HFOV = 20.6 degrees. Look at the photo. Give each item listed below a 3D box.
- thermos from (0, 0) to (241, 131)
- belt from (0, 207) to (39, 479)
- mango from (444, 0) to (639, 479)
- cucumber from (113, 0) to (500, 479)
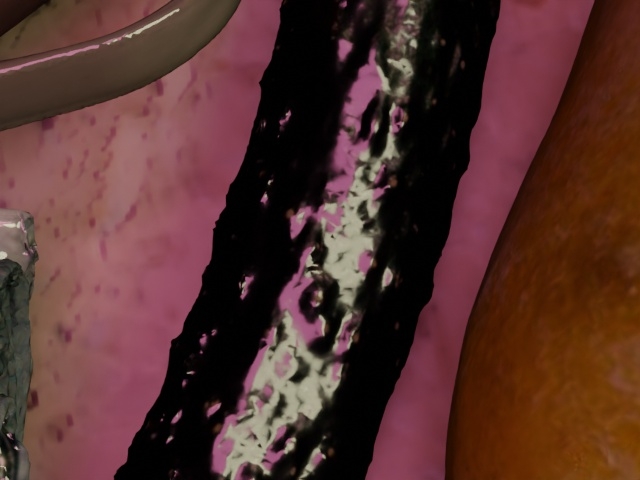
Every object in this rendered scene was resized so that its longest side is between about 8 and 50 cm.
[{"bbox_3d":[-0.136,-0.095,0.515,0.265,0.146,0.176,-24,64,-12],"label":"thermos"},{"bbox_3d":[-0.121,0.082,0.480,0.082,0.147,0.163,7,107,-2],"label":"belt"},{"bbox_3d":[0.177,-0.043,0.471,0.384,0.199,0.221,-44,65,-6],"label":"mango"},{"bbox_3d":[0.000,0.000,0.527,0.081,0.072,0.303,24,79,-11],"label":"cucumber"}]
